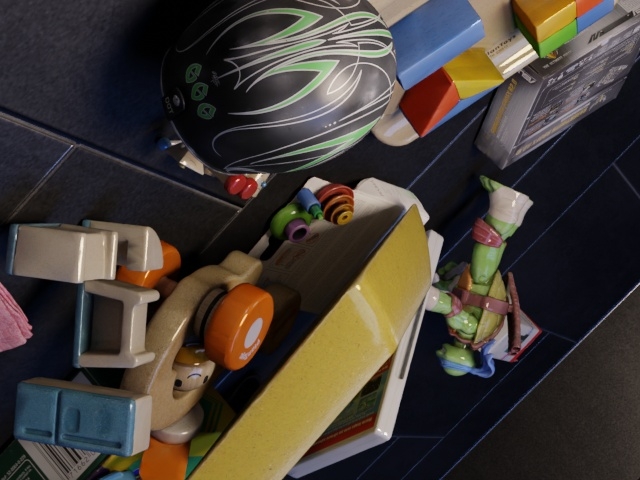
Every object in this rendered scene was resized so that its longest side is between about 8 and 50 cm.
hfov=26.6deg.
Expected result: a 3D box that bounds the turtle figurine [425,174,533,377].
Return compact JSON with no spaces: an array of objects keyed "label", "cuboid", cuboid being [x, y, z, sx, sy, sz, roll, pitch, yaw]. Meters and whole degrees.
[{"label":"turtle figurine","cuboid":[0.171,0.033,1.873,0.198,0.274,0.266,23,93,-44]}]

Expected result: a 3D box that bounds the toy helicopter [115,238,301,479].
[{"label":"toy helicopter","cuboid":[-0.107,0.119,1.425,0.355,0.140,0.235,-14,127,-69]}]

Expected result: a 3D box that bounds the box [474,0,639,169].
[{"label":"box","cuboid":[0.314,-0.210,1.719,0.231,0.056,0.183,-32,158,-28]}]

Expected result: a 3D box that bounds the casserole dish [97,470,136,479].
[{"label":"casserole dish","cuboid":[-0.252,0.319,1.438,0.114,0.037,0.188,-17,148,-52]}]

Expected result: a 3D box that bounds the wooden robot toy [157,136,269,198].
[{"label":"wooden robot toy","cuboid":[-0.076,-0.088,1.228,0.079,0.076,0.173,-57,158,6]}]

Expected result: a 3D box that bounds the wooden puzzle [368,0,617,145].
[{"label":"wooden puzzle","cuboid":[0.167,-0.223,1.317,0.322,0.080,0.348,-33,159,4]}]

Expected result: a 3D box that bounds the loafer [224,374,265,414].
[{"label":"loafer","cuboid":[-0.157,0.301,1.771,0.302,0.109,0.095,-52,149,-29]}]

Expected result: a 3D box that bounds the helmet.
[{"label":"helmet","cuboid":[-0.025,-0.132,1.063,0.161,0.169,0.169,-20,173,31]}]

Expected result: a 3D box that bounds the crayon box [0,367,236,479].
[{"label":"crayon box","cuboid":[-0.287,0.312,1.571,0.363,0.106,0.313,-47,161,8]}]

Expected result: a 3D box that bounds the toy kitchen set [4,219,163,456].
[{"label":"toy kitchen set","cuboid":[-0.230,0.086,1.168,0.166,0.122,0.207,-7,102,-72]}]

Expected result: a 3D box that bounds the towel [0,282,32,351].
[{"label":"towel","cuboid":[-0.400,0.127,1.097,0.329,0.037,0.237,-39,159,-10]}]

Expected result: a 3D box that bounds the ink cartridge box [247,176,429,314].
[{"label":"ink cartridge box","cuboid":[0.000,0.000,1.593,0.224,0.056,0.181,18,119,-46]}]

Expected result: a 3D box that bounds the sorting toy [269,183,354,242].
[{"label":"sorting toy","cuboid":[-0.004,-0.025,1.481,0.102,0.042,0.061,-31,144,-5]}]

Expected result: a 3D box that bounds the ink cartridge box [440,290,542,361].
[{"label":"ink cartridge box","cuboid":[0.274,0.123,2.191,0.078,0.134,0.231,-47,160,9]}]

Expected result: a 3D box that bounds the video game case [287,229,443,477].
[{"label":"video game case","cuboid":[0.052,0.138,1.645,0.204,0.025,0.285,-33,-149,50]}]

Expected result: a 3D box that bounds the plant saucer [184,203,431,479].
[{"label":"plant saucer","cuboid":[0.004,0.138,1.486,0.333,0.081,0.333,-50,179,21]}]
